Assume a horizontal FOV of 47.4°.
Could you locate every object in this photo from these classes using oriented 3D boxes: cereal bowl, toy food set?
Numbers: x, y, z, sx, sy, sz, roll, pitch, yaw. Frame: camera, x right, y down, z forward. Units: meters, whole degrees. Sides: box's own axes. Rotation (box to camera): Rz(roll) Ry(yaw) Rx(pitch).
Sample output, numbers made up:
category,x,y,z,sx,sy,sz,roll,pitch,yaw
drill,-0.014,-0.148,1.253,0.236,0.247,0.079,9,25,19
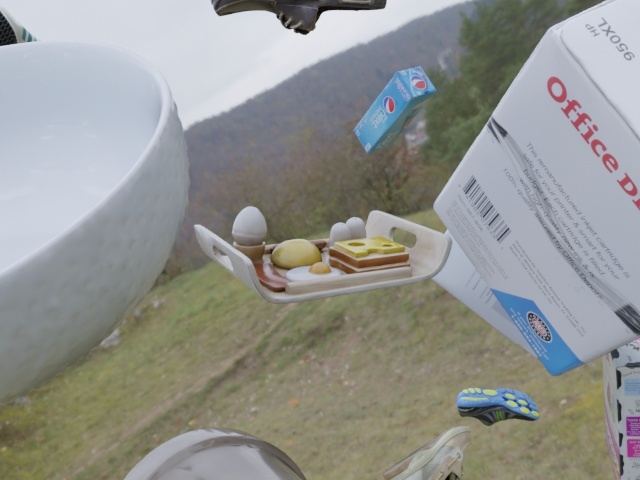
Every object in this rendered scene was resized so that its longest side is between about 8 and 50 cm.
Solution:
category,x,y,z,sx,sy,sz,roll,pitch,yaw
cereal bowl,-0.247,0.001,0.502,0.338,0.141,0.339,-7,40,6
toy food set,0.000,0.000,1.024,0.306,0.093,0.219,-7,16,-26

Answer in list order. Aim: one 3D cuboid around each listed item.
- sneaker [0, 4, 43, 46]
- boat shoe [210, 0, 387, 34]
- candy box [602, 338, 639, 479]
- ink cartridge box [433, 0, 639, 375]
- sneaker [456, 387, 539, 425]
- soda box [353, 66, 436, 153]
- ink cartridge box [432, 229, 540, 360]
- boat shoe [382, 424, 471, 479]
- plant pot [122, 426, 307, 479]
category,x,y,z,sx,sy,sz,roll,pitch,yaw
sneaker,-0.553,-0.366,1.344,0.057,0.161,0.075,-17,34,18
boat shoe,-0.038,-0.466,1.403,0.355,0.130,0.132,-8,10,11
candy box,0.454,0.241,1.053,0.071,0.234,0.159,-5,20,15
ink cartridge box,0.319,-0.043,0.826,0.166,0.286,0.395,-28,-15,-18
sneaker,0.407,0.387,1.681,0.188,0.078,0.067,5,37,5
soda box,0.154,-0.274,1.553,0.071,0.067,0.210,-21,-16,-33
ink cartridge box,0.364,0.001,1.179,0.130,0.272,0.310,-17,-39,-54
boat shoe,0.238,0.463,1.493,0.109,0.098,0.302,-42,-19,28
plant pot,-0.095,0.423,0.930,0.323,0.323,0.280,-33,13,-29
